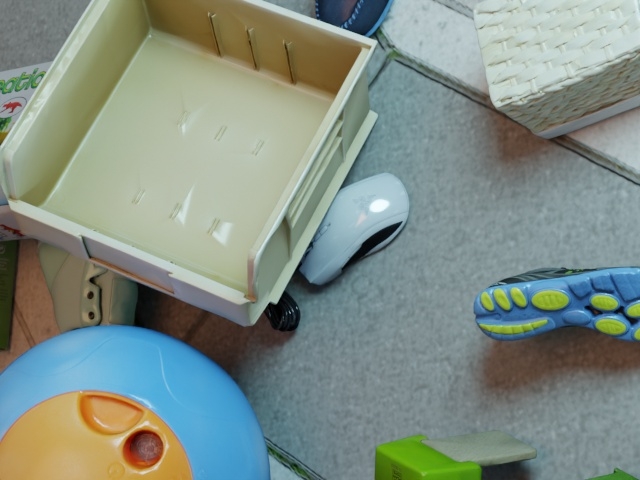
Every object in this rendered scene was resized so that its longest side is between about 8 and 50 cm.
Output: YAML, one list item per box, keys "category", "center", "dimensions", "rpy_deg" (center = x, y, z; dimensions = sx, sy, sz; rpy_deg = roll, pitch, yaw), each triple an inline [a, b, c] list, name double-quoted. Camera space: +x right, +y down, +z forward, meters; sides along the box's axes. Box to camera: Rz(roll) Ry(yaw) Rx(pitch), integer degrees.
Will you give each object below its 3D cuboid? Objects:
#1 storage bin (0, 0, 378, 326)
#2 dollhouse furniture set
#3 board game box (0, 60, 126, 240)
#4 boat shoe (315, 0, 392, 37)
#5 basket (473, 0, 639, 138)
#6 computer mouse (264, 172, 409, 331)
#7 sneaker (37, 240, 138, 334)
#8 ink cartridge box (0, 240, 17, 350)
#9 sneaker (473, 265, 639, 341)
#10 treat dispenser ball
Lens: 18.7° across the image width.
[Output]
- category: "storage bin"
  center: [-0.118, -0.092, 1.768]
  dimensions: [0.262, 0.123, 0.260]
  rpy_deg: [22, 66, 15]
- category: "dollhouse furniture set"
  center: [0.150, 0.329, 1.655]
  dimensions: [0.197, 0.151, 0.301]
  rpy_deg: [22, 114, 56]
- category: "board game box"
  center: [-0.308, -0.090, 1.977]
  dimensions: [0.305, 0.053, 0.193]
  rpy_deg: [-6, 54, 44]
- category: "boat shoe"
  center: [0.027, -0.320, 1.829]
  dimensions: [0.109, 0.089, 0.258]
  rpy_deg: [4, 85, 36]
- category: "basket"
  center: [0.224, -0.170, 1.654]
  dimensions: [0.167, 0.103, 0.113]
  rpy_deg: [-22, 69, 32]
- category: "computer mouse"
  center: [0.000, 0.000, 1.827]
  dimensions: [0.193, 0.042, 0.106]
  rpy_deg: [-39, 62, 25]
- category: "sneaker"
  center: [-0.177, 0.013, 1.920]
  dimensions: [0.256, 0.094, 0.151]
  rpy_deg: [-33, 60, 37]
- category: "ink cartridge box"
  center: [-0.386, 0.013, 2.091]
  dimensions: [0.109, 0.062, 0.209]
  rpy_deg: [-1, 82, 37]
- category: "sneaker"
  center: [0.224, 0.046, 1.640]
  dimensions: [0.188, 0.078, 0.067]
  rpy_deg: [-3, 110, 22]
- category: "treat dispenser ball"
  center: [-0.189, 0.221, 1.779]
  dimensions: [0.288, 0.288, 0.288]
  rpy_deg: [-6, 79, 35]
